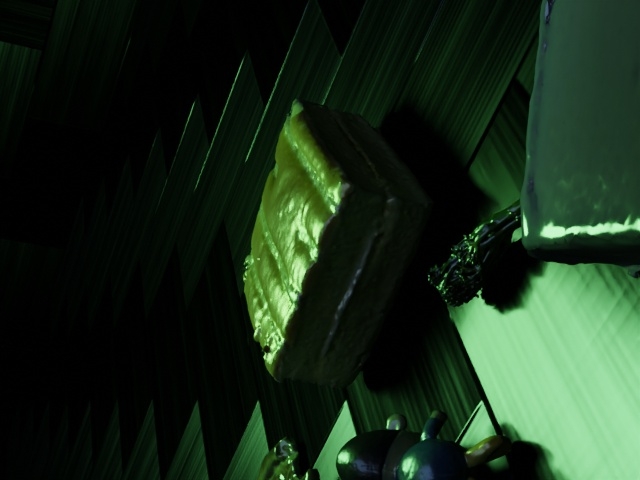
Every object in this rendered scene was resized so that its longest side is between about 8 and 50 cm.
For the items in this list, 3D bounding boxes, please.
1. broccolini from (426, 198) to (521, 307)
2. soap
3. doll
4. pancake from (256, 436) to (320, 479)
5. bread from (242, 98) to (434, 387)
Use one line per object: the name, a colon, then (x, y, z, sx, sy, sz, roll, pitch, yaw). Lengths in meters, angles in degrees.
broccolini: (0.159, -0.025, 0.902, 0.239, 0.054, 0.051, -53, 18, 44)
soap: (0.239, -0.125, 0.657, 0.296, 0.107, 0.285, 178, 103, -69)
doll: (0.085, 0.191, 0.940, 0.179, 0.089, 0.102, 0, 79, 45)
pancake: (-0.041, 0.332, 1.256, 0.235, 0.029, 0.211, -173, 93, -71)
bread: (0.000, 0.000, 1.203, 0.246, 0.111, 0.239, -115, 42, -58)
